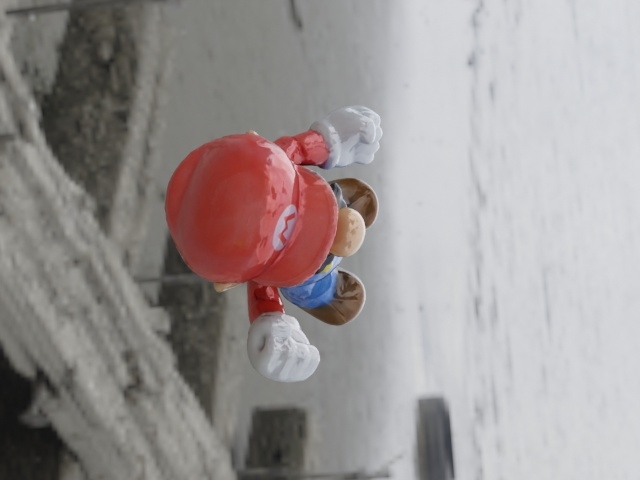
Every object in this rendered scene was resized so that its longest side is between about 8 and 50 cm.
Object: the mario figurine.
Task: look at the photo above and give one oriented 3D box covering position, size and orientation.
[{"bbox_3d":[0.000,0.000,1.210,0.198,0.170,0.320,63,10,11],"label":"mario figurine"}]
